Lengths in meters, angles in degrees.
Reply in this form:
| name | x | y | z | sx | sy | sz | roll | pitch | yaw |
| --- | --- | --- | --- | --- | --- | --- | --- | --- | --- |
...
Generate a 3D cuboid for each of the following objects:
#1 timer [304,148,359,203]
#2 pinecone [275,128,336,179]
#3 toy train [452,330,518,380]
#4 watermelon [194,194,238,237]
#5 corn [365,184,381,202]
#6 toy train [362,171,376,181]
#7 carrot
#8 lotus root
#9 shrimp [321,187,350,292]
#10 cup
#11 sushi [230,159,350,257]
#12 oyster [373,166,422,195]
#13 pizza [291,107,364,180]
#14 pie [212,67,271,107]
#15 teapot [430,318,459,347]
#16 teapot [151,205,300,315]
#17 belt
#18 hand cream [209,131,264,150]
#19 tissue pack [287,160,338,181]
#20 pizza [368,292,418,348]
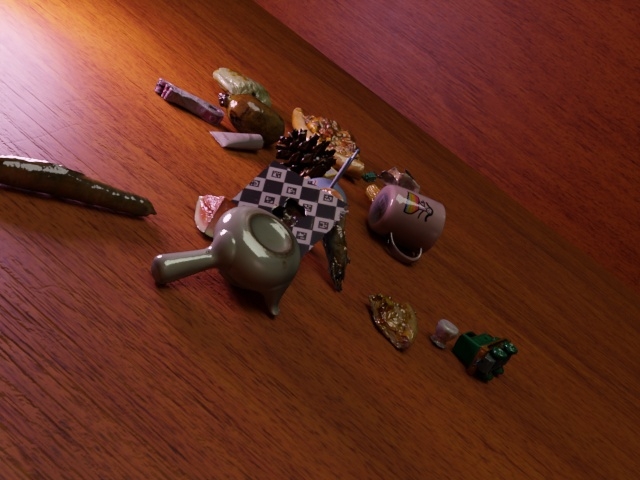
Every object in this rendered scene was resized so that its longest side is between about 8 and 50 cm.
| name | x | y | z | sx | sy | sz | roll | pitch | yaw |
| --- | --- | --- | --- | --- | --- | --- | --- | --- | --- |
| timer | 0.007 | -0.150 | 1.712 | 0.175 | 0.255 | 0.175 | 8 | 24 | -4 |
| pinecone | -0.057 | -0.263 | 1.868 | 0.208 | 0.207 | 0.207 | 28 | 26 | -15 |
| toy train | 0.460 | 0.311 | 1.652 | 0.136 | 0.091 | 0.228 | 38 | 23 | 29 |
| watermelon | -0.230 | -0.068 | 1.418 | 0.135 | 0.094 | 0.125 | 3 | 40 | -20 |
| corn | 0.240 | -0.130 | 2.158 | 0.067 | 0.067 | 0.206 | 4 | 40 | -49 |
| toy train | 0.199 | -0.259 | 2.378 | 0.045 | 0.029 | 0.092 | 38 | 25 | 22 |
| carrot | -0.493 | -0.109 | 1.218 | 0.342 | 0.070 | 0.070 | 16 | 32 | -39 |
| lotus root | -0.234 | -0.416 | 1.988 | 0.260 | 0.128 | 0.145 | 32 | 4 | -31 |
| shrimp | 0.000 | 0.000 | 1.594 | 0.058 | 0.169 | 0.295 | 19 | 63 | -53 |
| cup | 0.275 | -0.050 | 1.965 | 0.200 | 0.191 | 0.252 | 22 | 61 | -20 |
| sushi | -0.101 | -0.057 | 1.526 | 0.264 | 0.050 | 0.290 | 31 | 52 | 15 |
| oyster | 0.315 | -0.151 | 2.181 | 0.201 | 0.107 | 0.354 | 21 | -12 | 44 |
| pizza | 0.043 | -0.383 | 2.315 | 0.278 | 0.114 | 0.409 | -7 | 51 | -49 |
| pie | -0.298 | -0.586 | 2.250 | 0.248 | 0.090 | 0.201 | 15 | 29 | -44 |
| teapot | 0.344 | 0.257 | 1.625 | 0.064 | 0.064 | 0.083 | 40 | 20 | 25 |
| teapot | -0.193 | 0.018 | 1.267 | 0.318 | 0.149 | 0.220 | 22 | 37 | -30 |
| belt | -0.420 | -0.444 | 1.896 | 0.232 | 0.053 | 0.071 | 26 | 28 | -22 |
| hand cream | -0.258 | -0.319 | 1.892 | 0.186 | 0.054 | 0.087 | -4 | 42 | -44 |
| tissue pack | -0.033 | -0.259 | 2.049 | 0.176 | 0.062 | 0.095 | 43 | 28 | 13 |
| pizza | 0.192 | 0.193 | 1.551 | 0.161 | 0.062 | 0.182 | 37 | 27 | 6 |
